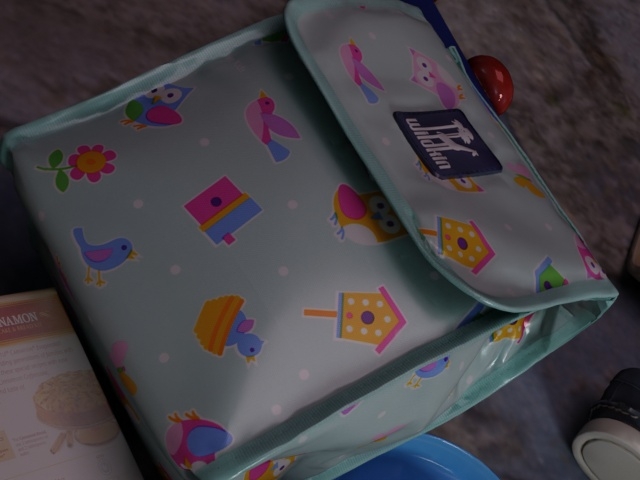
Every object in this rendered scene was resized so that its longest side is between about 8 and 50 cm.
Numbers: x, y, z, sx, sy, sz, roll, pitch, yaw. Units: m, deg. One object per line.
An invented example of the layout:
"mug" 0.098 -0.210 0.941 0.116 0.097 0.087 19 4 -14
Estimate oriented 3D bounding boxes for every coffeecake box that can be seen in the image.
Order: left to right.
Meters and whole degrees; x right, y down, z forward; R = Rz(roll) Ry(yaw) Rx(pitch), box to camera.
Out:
"coffeecake box" -0.159 0.125 0.621 0.142 0.068 0.186 -9 68 -55

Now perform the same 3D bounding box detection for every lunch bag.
"lunch bag" 0.000 0.000 0.684 0.262 0.160 0.223 -27 67 -15

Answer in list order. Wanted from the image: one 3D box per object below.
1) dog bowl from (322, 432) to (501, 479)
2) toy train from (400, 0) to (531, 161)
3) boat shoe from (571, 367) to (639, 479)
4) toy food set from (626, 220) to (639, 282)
"dog bowl" 0.010 0.233 0.691 0.166 0.074 0.297 47 49 -1
"toy train" 0.055 -0.065 0.861 0.105 0.143 0.248 -26 85 -33
"boat shoe" 0.288 0.191 0.893 0.254 0.095 0.079 39 60 3
"toy food set" 0.389 -0.007 1.073 0.219 0.092 0.306 39 48 -9
